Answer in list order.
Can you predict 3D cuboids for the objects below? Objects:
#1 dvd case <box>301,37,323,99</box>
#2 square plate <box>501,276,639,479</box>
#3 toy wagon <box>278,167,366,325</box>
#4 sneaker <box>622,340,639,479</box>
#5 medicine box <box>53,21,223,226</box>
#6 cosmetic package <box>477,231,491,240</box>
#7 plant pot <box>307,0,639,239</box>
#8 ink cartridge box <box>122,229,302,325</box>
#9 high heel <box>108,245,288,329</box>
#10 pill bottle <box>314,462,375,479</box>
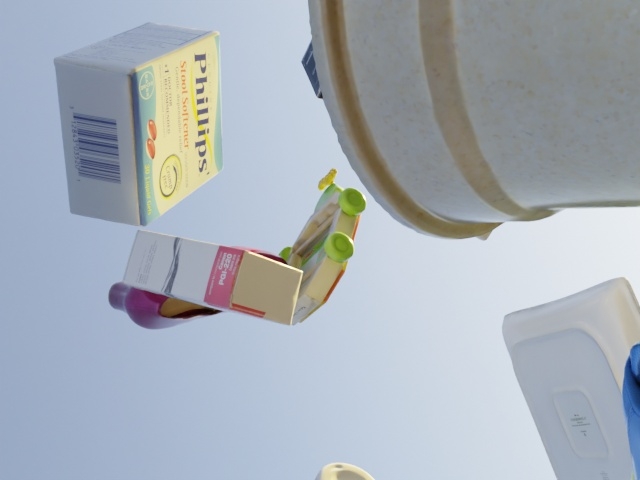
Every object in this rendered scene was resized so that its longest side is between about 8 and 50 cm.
[{"bbox_3d":[0.026,-0.507,2.252,0.029,0.179,0.238,10,-52,-27],"label":"dvd case"},{"bbox_3d":[0.374,0.243,1.205,0.049,0.347,0.344,-18,-98,-17],"label":"square plate"},{"bbox_3d":[0.000,0.000,1.746,0.068,0.267,0.344,31,-131,-15],"label":"toy wagon"},{"bbox_3d":[0.224,0.101,0.505,0.240,0.091,0.126,-32,-63,-63],"label":"sneaker"},{"bbox_3d":[-0.293,-0.204,1.489,0.289,0.149,0.263,-47,-36,-56],"label":"medicine box"},{"bbox_3d":[0.151,-0.127,0.766,0.117,0.085,0.231,27,-82,-50],"label":"cosmetic package"},{"bbox_3d":[0.214,-0.143,0.475,0.334,0.305,0.334,-15,-70,-48],"label":"plant pot"},{"bbox_3d":[-0.162,0.056,1.330,0.158,0.218,0.092,24,-103,-55],"label":"ink cartridge box"},{"bbox_3d":[-0.181,0.093,1.605,0.377,0.181,0.127,-15,-75,-35],"label":"high heel"},{"bbox_3d":[0.018,0.624,1.889,0.152,0.152,0.272,-15,-47,-54],"label":"pill bottle"}]
